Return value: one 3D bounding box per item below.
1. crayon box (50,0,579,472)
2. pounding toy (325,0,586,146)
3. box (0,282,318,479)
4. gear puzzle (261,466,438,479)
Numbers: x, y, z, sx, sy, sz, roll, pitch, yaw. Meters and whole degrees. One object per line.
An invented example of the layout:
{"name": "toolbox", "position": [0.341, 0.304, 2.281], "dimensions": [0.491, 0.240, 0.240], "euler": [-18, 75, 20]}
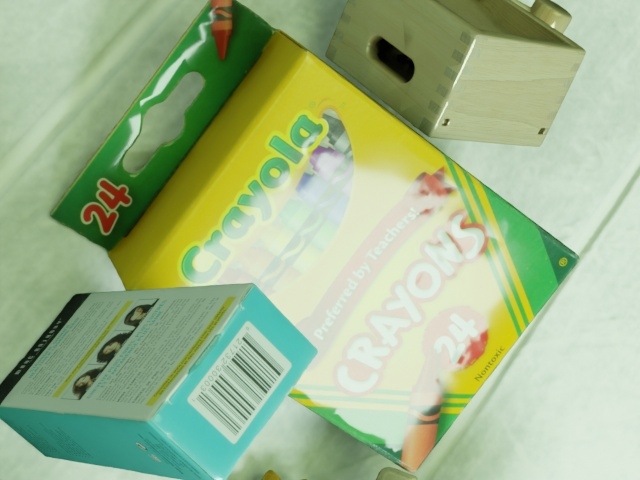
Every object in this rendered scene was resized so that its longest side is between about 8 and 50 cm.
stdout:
{"name": "crayon box", "position": [0.000, 0.000, 1.041], "dimensions": [0.318, 0.081, 0.202], "euler": [34, 96, -25]}
{"name": "pounding toy", "position": [0.109, -0.147, 1.147], "dimensions": [0.206, 0.181, 0.094], "euler": [1, 122, -44]}
{"name": "box", "position": [-0.111, 0.084, 0.910], "dimensions": [0.060, 0.244, 0.100], "euler": [47, 65, -21]}
{"name": "gear puzzle", "position": [0.080, 0.263, 1.066], "dimensions": [0.339, 0.044, 0.175], "euler": [21, 76, 1]}
